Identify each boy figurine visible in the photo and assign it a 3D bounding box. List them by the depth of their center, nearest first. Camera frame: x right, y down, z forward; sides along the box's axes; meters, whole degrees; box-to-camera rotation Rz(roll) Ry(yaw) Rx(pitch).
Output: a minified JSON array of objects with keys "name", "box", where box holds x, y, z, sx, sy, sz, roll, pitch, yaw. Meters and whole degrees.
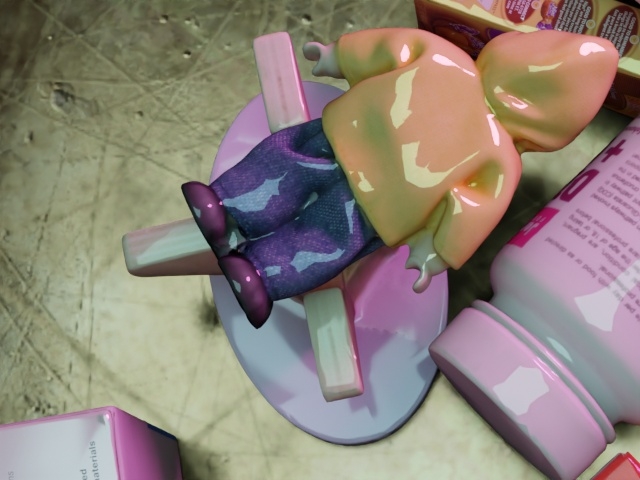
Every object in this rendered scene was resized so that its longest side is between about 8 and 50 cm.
[{"name":"boy figurine","box":[0.053,-0.062,1.084,0.285,0.092,0.177,-30,75,-3]}]

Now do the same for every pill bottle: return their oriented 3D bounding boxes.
[{"name":"pill bottle","box":[0.219,0.023,1.169,0.283,0.160,0.160,-44,78,-7]}]

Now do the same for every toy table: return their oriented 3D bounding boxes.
[{"name":"toy table","box":[0.000,0.000,1.203,0.252,0.161,0.274,-24,76,0]}]

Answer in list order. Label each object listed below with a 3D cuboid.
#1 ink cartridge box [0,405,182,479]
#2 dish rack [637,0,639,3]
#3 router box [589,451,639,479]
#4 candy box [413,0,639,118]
[{"name":"ink cartridge box","box":[-0.257,0.207,1.154,0.307,0.223,0.129,-9,79,4]},{"name":"dish rack","box":[0.332,-0.270,1.214,0.333,0.072,0.285,-33,38,-1]},{"name":"router box","box":[0.188,0.365,1.148,0.335,0.082,0.301,-43,78,-4]},{"name":"candy box","box":[0.163,-0.151,1.242,0.186,0.109,0.053,20,82,10]}]
